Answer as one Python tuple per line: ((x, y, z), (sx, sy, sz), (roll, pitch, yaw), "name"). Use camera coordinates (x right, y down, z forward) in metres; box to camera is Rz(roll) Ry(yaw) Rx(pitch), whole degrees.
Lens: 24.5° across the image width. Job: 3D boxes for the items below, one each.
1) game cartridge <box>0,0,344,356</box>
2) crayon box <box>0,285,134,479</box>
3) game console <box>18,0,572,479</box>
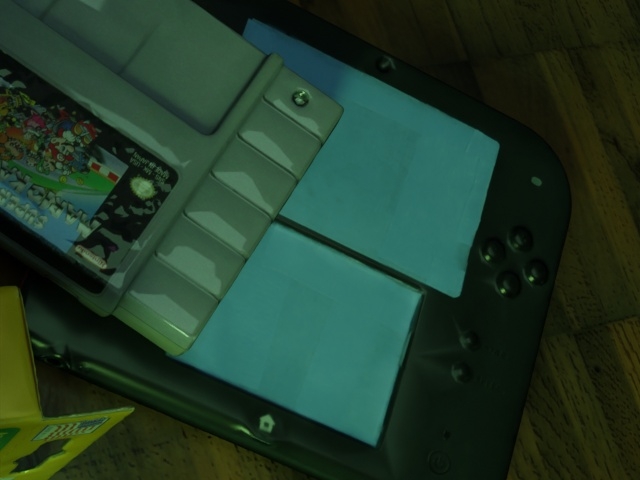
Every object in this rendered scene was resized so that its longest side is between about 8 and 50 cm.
((-0.182, -0.105, 1.003), (0.355, 0.068, 0.230), (35, 57, -6), "game cartridge")
((-0.292, 0.103, 0.823), (0.323, 0.203, 0.083), (-4, 71, -29), "crayon box")
((0.000, 0.000, 1.103), (0.387, 0.060, 0.342), (25, 59, -15), "game console")
